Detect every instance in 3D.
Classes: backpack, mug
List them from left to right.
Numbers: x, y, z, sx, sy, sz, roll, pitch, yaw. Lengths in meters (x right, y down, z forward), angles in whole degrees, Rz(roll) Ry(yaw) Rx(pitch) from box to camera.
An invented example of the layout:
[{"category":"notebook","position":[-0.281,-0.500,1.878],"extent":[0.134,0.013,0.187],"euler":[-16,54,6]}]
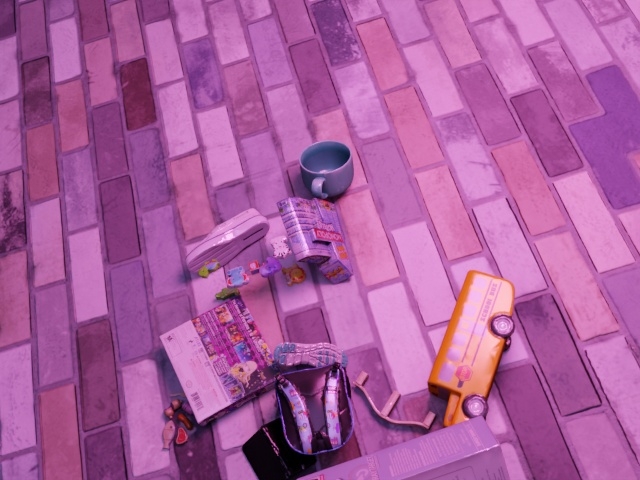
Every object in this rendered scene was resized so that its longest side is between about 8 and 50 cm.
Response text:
[{"category":"backpack","position":[-0.006,0.355,1.399],"extent":[0.158,0.117,0.173],"euler":[-12,61,-2]},{"category":"mug","position":[0.008,-0.161,1.660],"extent":[0.157,0.097,0.129],"euler":[-38,51,-25]}]

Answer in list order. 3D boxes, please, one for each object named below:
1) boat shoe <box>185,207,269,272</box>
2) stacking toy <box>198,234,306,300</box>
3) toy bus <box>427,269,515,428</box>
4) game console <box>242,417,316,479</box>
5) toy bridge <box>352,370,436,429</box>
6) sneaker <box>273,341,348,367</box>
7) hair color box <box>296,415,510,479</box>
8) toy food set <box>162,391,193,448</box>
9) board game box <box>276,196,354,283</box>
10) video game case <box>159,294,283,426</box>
[{"category":"boat shoe","position":[-0.234,-0.001,1.658],"extent":[0.226,0.083,0.076],"euler":[-28,49,-17]},{"category":"stacking toy","position":[-0.152,0.076,1.544],"extent":[0.221,0.167,0.052],"euler":[-18,62,0]},{"category":"toy bus","position":[0.316,0.237,1.408],"extent":[0.130,0.108,0.333],"euler":[18,68,19]},{"category":"game console","position":[-0.087,0.449,1.430],"extent":[0.107,0.071,0.122],"euler":[-17,57,-33]},{"category":"toy bridge","position":[0.147,0.346,1.430],"extent":[0.188,0.026,0.063],"euler":[27,72,22]},{"category":"sneaker","position":[-0.023,0.249,1.492],"extent":[0.166,0.076,0.065],"euler":[12,86,-10]},{"category":"hair color box","position":[0.161,0.485,1.256],"extent":[0.374,0.113,0.185],"euler":[-19,106,0]},{"category":"toy food set","position":[-0.310,0.393,1.494],"extent":[0.077,0.019,0.122],"euler":[-7,62,7]},{"category":"board game box","position":[0.000,0.000,1.562],"extent":[0.060,0.194,0.194],"euler":[-28,73,23]},{"category":"video game case","position":[-0.222,0.264,1.524],"extent":[0.210,0.042,0.232],"euler":[-28,62,-10]}]
